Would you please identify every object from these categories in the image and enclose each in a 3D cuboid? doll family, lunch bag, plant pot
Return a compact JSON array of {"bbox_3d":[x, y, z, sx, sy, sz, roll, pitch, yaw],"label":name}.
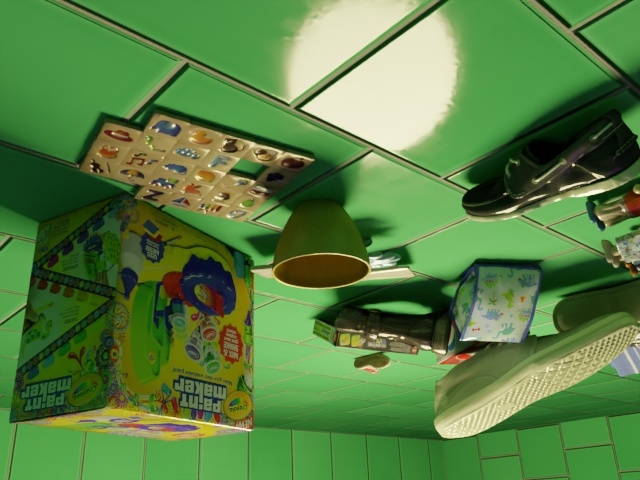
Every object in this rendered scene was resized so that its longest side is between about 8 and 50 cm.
[{"bbox_3d":[0.505,0.000,0.897,0.163,0.118,0.263,-22,149,38],"label":"doll family"},{"bbox_3d":[0.316,0.103,1.151,0.128,0.096,0.151,2,127,-10],"label":"lunch bag"},{"bbox_3d":[0.000,0.000,0.877,0.134,0.095,0.134,-2,157,-1],"label":"plant pot"}]

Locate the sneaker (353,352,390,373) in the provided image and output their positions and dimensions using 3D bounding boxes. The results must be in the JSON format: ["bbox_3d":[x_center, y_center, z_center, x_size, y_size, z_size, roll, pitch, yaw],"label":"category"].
[{"bbox_3d":[0.154,0.332,1.717,0.118,0.042,0.067,-14,151,42],"label":"sneaker"}]

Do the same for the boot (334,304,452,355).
[{"bbox_3d":[0.148,0.165,1.291,0.229,0.091,0.263,8,177,13],"label":"boot"}]

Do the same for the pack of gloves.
[{"bbox_3d":[0.027,0.035,1.052,0.232,0.046,0.195,-6,168,15],"label":"pack of gloves"}]

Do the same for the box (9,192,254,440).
[{"bbox_3d":[-0.249,0.129,0.921,0.177,0.279,0.290,-15,154,26],"label":"box"}]

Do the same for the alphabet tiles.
[{"bbox_3d":[-0.158,-0.085,0.777,0.237,0.009,0.198,13,153,-30],"label":"alphabet tiles"}]

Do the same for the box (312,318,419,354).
[{"bbox_3d":[0.100,0.208,1.378,0.207,0.036,0.114,11,-179,-28],"label":"box"}]

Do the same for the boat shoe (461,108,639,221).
[{"bbox_3d":[0.260,-0.085,0.762,0.079,0.084,0.233,51,142,-14],"label":"boat shoe"}]

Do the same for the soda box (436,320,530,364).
[{"bbox_3d":[0.337,0.199,1.379,0.092,0.083,0.263,3,155,-15],"label":"soda box"}]

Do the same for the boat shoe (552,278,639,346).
[{"bbox_3d":[0.637,0.146,1.237,0.340,0.127,0.113,-18,153,35],"label":"boat shoe"}]

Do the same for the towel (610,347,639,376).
[{"bbox_3d":[0.763,0.185,1.355,0.336,0.040,0.243,-23,132,27],"label":"towel"}]

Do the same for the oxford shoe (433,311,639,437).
[{"bbox_3d":[0.393,0.243,1.247,0.169,0.130,0.449,25,129,-38],"label":"oxford shoe"}]
